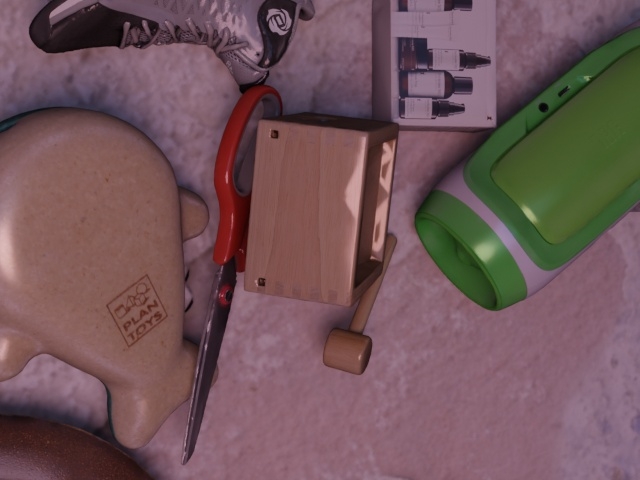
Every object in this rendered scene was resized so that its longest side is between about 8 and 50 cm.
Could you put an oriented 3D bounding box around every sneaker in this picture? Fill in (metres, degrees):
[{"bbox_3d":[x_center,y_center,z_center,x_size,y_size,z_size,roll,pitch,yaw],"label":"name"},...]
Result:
[{"bbox_3d":[-0.103,-0.165,0.760,0.228,0.086,0.132,-27,100,-13],"label":"sneaker"}]

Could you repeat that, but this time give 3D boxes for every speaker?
[{"bbox_3d":[0.225,-0.073,0.824,0.296,0.131,0.131,-39,100,-11],"label":"speaker"}]

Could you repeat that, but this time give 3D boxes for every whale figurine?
[{"bbox_3d":[-0.181,0.028,0.733,0.216,0.141,0.272,-42,125,-28],"label":"whale figurine"}]

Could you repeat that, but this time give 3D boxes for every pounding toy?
[{"bbox_3d":[0.002,0.004,0.767,0.094,0.181,0.206,9,102,13],"label":"pounding toy"}]

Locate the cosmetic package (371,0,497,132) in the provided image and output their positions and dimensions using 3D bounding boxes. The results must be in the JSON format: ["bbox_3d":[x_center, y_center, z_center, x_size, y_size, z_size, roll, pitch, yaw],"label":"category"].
[{"bbox_3d":[0.098,-0.215,0.822,0.099,0.060,0.239,-1,91,-15],"label":"cosmetic package"}]

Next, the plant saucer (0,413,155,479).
[{"bbox_3d":[-0.247,0.287,0.721,0.310,0.050,0.311,-1,100,-7],"label":"plant saucer"}]

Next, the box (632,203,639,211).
[{"bbox_3d":[0.338,-0.064,0.846,0.094,0.137,0.027,-38,99,-10],"label":"box"}]

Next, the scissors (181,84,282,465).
[{"bbox_3d":[-0.079,0.021,0.747,0.109,0.021,0.297,46,61,-55],"label":"scissors"}]
